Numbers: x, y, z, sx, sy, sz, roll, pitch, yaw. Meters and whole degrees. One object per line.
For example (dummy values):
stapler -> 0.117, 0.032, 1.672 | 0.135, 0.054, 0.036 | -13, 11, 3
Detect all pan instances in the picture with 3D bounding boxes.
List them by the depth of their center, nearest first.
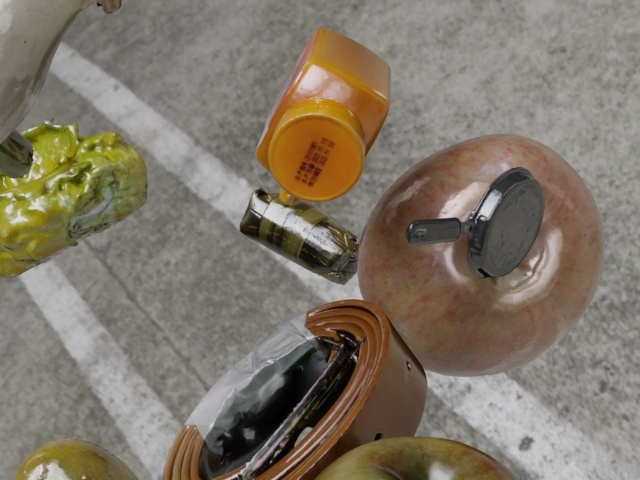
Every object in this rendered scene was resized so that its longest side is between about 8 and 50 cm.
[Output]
pan -> 0.180, -0.013, 1.072 | 0.028, 0.235, 0.136 | 27, 114, 41

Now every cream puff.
cream puff -> -0.389, -0.073, 1.378 | 0.282, 0.185, 0.282 | -27, 4, 2

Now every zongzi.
zongzi -> 0.000, 0.000, 2.138 | 0.286, 0.288, 0.134 | 32, 97, 26

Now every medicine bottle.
medicine bottle -> 0.003, -0.135, 1.097 | 0.149, 0.112, 0.222 | -57, 11, 25

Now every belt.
belt -> -0.023, 0.173, 0.882 | 0.184, 0.105, 0.261 | 15, 58, 48

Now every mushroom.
mushroom -> -0.236, -0.140, 0.698 | 0.212, 0.088, 0.097 | -52, 52, 7

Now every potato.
potato -> -0.407, 0.536, 1.619 | 0.290, 0.296, 0.397 | -9, 58, 5

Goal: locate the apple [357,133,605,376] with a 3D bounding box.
apple -> 0.216, 0.018, 1.295 | 0.344, 0.269, 0.345 | -1, 75, 4

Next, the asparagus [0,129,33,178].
asparagus -> -0.314, -0.113, 0.838 | 0.041, 0.178, 0.045 | -6, 63, 19

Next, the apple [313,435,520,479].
apple -> 0.075, 0.279, 0.712 | 0.257, 0.256, 0.234 | 29, 114, 44
